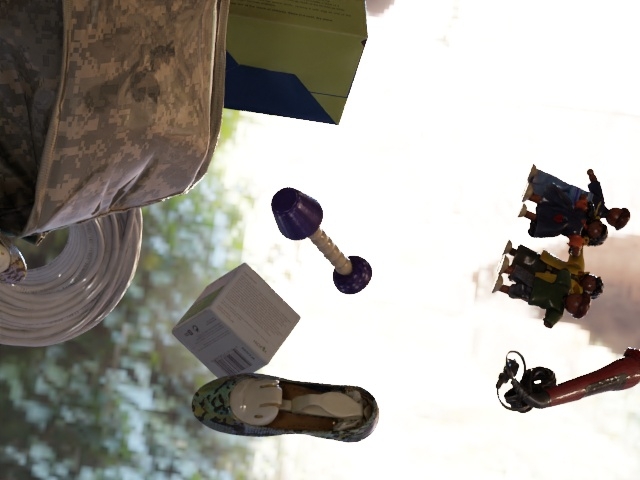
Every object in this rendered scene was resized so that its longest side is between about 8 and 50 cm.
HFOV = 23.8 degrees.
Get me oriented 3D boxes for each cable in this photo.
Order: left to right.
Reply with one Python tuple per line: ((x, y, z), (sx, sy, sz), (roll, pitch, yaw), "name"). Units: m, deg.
((-0.334, -0.006, 1.762), (0.257, 0.257, 0.089), (-4, 20, -23), "cable")

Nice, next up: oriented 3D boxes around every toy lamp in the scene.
((0.000, 0.000, 2.367), (0.080, 0.080, 0.275), (5, -24, 30), "toy lamp")

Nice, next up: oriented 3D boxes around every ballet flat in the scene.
((-0.292, 0.000, 1.291), (0.041, 0.041, 0.114), (2, -47, 51), "ballet flat")
((-0.030, 0.160, 1.492), (0.188, 0.070, 0.070), (4, -4, -14), "ballet flat")

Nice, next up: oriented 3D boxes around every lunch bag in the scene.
((-0.209, -0.153, 1.382), (0.169, 0.287, 0.235), (19, 22, 32), "lunch bag")

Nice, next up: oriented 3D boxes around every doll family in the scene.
((0.239, 0.004, 1.478), (0.111, 0.193, 0.076), (19, -18, 4), "doll family")

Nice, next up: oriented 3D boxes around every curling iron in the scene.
((0.274, 0.110, 1.395), (0.274, 0.035, 0.068), (-11, 44, -29), "curling iron")

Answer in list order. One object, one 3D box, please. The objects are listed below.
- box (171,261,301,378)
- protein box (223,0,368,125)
((-0.100, 0.101, 1.815), (0.102, 0.087, 0.101), (46, -39, -10), "box")
((-0.062, -0.258, 1.722), (0.200, 0.201, 0.136), (8, -44, -12), "protein box")
